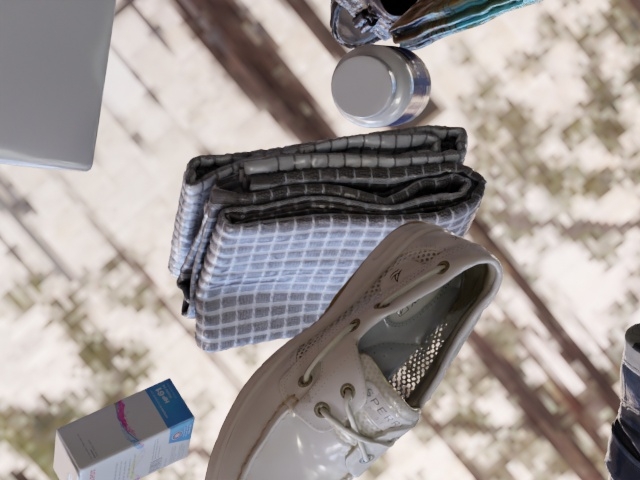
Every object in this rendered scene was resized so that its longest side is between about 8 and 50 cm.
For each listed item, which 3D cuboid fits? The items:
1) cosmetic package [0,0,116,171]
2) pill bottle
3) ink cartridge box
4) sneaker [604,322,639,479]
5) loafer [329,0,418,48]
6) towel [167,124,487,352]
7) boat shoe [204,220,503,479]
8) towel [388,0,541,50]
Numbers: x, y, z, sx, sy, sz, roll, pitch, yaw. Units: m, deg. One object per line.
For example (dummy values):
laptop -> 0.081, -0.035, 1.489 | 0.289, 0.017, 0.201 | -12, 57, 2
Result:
cosmetic package -> -0.416, -0.258, 1.898 | 0.393, 0.329, 0.327 | 13, -86, 59
pill bottle -> 0.046, -0.124, 1.589 | 0.067, 0.067, 0.120 | -37, 175, 14
ink cartridge box -> -0.186, 0.190, 1.856 | 0.122, 0.052, 0.088 | -25, 156, -23
sneaker -> 0.309, 0.185, 1.556 | 0.086, 0.163, 0.226 | -6, -152, -30
loafer -> 0.092, -0.314, 2.364 | 0.302, 0.109, 0.095 | -42, -161, 46
towel -> 0.000, 0.000, 1.938 | 0.283, 0.121, 0.235 | -7, 153, -15
boat shoe -> 0.025, 0.104, 1.369 | 0.277, 0.098, 0.096 | -54, -149, -12
towel -> 0.235, -0.271, 1.592 | 0.271, 0.040, 0.370 | -46, -164, -28
